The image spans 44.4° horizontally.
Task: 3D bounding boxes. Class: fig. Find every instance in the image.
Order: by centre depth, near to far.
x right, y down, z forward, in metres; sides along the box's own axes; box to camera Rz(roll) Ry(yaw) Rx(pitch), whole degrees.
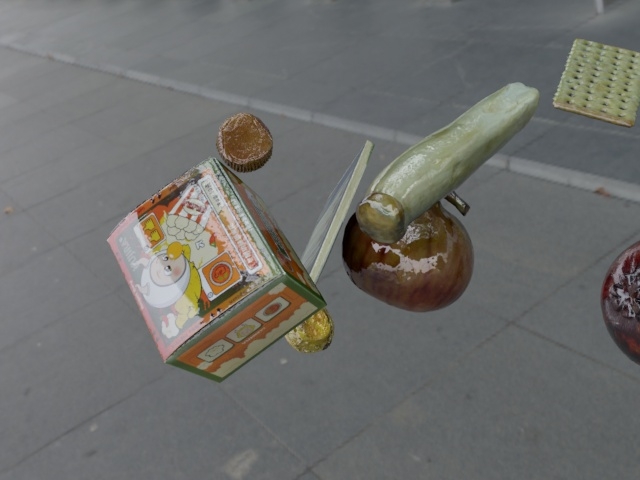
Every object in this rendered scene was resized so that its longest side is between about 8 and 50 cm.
[{"bbox_3d":[0.156,0.016,1.360,0.235,0.214,0.235,-4,3,0],"label":"fig"}]

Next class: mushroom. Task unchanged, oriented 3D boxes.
[{"bbox_3d":[0.166,-0.107,1.037,0.312,0.081,0.100,-39,-12,-21],"label":"mushroom"}]

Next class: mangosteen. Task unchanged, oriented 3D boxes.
[{"bbox_3d":[0.430,0.077,0.909,0.200,0.200,0.200,-14,28,8],"label":"mangosteen"}]

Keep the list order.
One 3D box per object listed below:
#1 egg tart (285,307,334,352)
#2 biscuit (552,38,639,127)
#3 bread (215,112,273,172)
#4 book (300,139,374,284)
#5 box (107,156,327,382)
[{"bbox_3d":[-0.021,0.182,1.716,0.130,0.130,0.052,-37,3,-32],"label":"egg tart"},{"bbox_3d":[0.478,-0.274,1.333,0.139,0.016,0.231,18,47,15],"label":"biscuit"},{"bbox_3d":[-0.110,-0.139,1.129,0.085,0.085,0.053,-25,-7,-12],"label":"bread"},{"bbox_3d":[0.000,0.000,1.355,0.018,0.228,0.322,27,55,-6],"label":"book"},{"bbox_3d":[-0.130,0.038,0.969,0.177,0.148,0.195,-36,60,7],"label":"box"}]
